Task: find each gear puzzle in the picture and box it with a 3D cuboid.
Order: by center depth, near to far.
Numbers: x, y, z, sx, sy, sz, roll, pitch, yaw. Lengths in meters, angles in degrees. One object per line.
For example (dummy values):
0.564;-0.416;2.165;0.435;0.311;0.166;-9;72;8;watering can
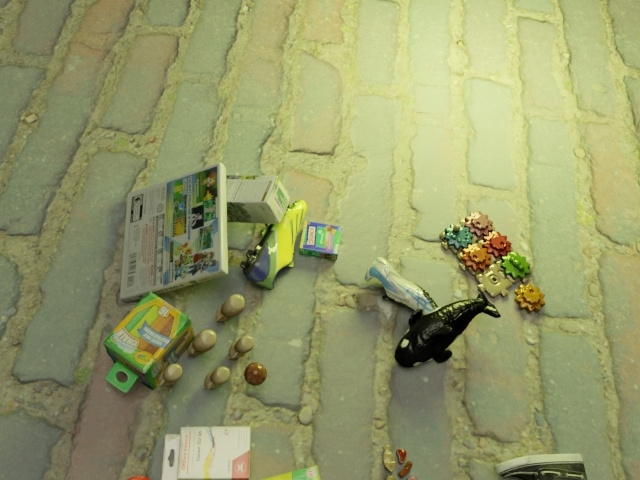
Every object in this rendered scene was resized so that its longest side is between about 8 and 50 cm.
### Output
0.490;0.064;1.757;0.175;0.044;0.339;-29;67;-20;gear puzzle

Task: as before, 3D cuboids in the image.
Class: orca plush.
0.322;0.232;1.577;0.287;0.102;0.151;-17;95;-9;orca plush

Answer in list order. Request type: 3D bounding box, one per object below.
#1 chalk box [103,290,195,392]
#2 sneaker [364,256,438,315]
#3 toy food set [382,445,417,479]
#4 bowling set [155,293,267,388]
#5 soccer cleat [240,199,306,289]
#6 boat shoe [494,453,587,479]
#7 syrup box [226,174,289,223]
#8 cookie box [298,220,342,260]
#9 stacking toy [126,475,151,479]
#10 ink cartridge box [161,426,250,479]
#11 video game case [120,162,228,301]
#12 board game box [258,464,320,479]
-0.418;0.256;1.504;0.132;0.132;0.213;30;61;12;chalk box
0.221;0.142;1.675;0.237;0.085;0.086;38;98;9;sneaker
0.185;0.538;1.468;0.077;0.019;0.122;2;52;-5;toy food set
-0.236;0.291;1.518;0.200;0.154;0.287;46;63;-3;bowling set
-0.107;0.010;1.720;0.121;0.093;0.289;43;55;-16;soccer cleat
0.513;0.537;1.466;0.219;0.078;0.070;-1;59;-8;boat shoe
-0.212;-0.112;1.709;0.236;0.093;0.096;2;56;25;syrup box
0.000;0.000;1.747;0.107;0.040;0.092;9;60;0;cookie box
-0.289;0.607;1.327;0.330;0.141;0.141;29;61;18;stacking toy
-0.257;0.483;1.425;0.198;0.067;0.115;1;60;-5;ink cartridge box
-0.381;-0.024;1.655;0.299;0.036;0.329;-16;59;16;video game case
-0.085;0.571;1.406;0.181;0.043;0.092;-11;62;-12;board game box
